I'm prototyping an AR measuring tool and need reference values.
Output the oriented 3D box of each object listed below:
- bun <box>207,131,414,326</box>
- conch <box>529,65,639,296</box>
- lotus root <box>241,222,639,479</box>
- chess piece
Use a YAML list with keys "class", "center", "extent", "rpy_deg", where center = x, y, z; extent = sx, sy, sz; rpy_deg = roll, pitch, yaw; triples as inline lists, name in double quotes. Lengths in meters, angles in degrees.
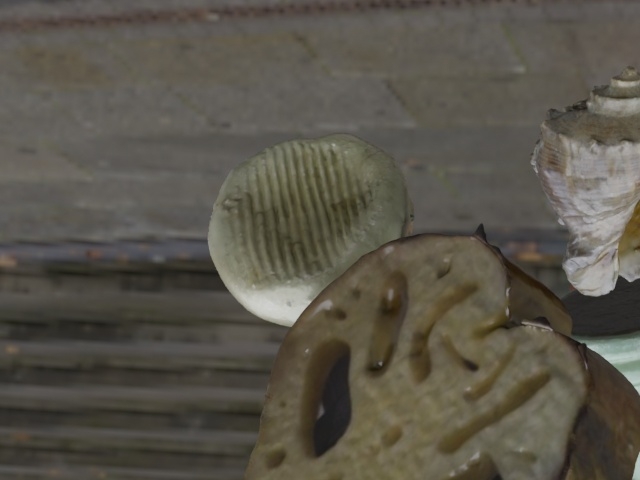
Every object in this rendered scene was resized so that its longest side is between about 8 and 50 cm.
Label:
- class: "bun"
  center: [0.000, 0.000, 1.757]
  extent: [0.231, 0.231, 0.133]
  rpy_deg: [-2, 142, 22]
- class: "conch"
  center: [0.281, -0.054, 1.594]
  extent: [0.178, 0.245, 0.163]
  rpy_deg: [2, -150, -3]
- class: "lotus root"
  center: [0.081, 0.179, 1.464]
  extent: [0.375, 0.390, 0.111]
  rpy_deg: [-33, 135, 14]
- class: "chess piece"
  center: [0.372, 0.206, 1.982]
  extent: [0.195, 0.299, 0.194]
  rpy_deg: [-13, -161, 5]
